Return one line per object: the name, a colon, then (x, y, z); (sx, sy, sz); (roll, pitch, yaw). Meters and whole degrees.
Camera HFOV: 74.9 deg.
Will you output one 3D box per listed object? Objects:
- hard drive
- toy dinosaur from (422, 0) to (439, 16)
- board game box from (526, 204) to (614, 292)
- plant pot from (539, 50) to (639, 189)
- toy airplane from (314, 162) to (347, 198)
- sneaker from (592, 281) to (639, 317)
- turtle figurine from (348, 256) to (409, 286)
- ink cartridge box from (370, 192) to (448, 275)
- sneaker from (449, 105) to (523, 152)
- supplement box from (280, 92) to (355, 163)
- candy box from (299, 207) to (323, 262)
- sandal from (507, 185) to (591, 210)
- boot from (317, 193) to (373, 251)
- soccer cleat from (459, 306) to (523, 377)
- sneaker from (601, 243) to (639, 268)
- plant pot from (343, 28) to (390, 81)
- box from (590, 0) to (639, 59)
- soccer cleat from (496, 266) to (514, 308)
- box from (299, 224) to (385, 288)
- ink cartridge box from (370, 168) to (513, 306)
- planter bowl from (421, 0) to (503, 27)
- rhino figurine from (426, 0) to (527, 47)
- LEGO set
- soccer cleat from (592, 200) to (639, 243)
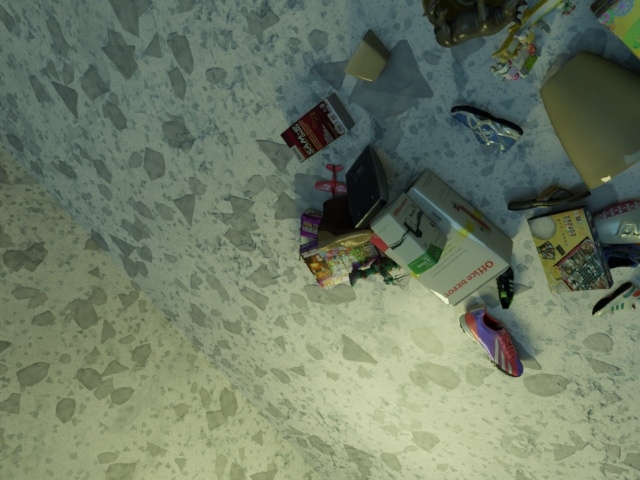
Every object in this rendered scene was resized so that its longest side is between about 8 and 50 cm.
hard drive: (0.154, -0.179, 1.395); (0.054, 0.255, 0.172); (15, 137, -24)
toy dinosaur: (0.360, -0.580, 0.886); (0.200, 0.295, 0.127); (51, 172, 39)
board game box: (0.739, 0.031, 1.243); (0.165, 0.042, 0.244); (-16, 95, 53)
plant pot: (0.678, -0.311, 1.011); (0.274, 0.256, 0.256); (54, 133, 11)
toy airplane: (0.048, -0.222, 1.553); (0.151, 0.028, 0.151); (11, 125, 16)
sneaker: (0.933, 0.204, 1.307); (0.075, 0.057, 0.161); (37, 129, 10)
turtle figurine: (0.227, 0.120, 1.552); (0.233, 0.175, 0.118); (-11, 74, 15)
ink cartridge box: (0.270, -0.022, 1.262); (0.208, 0.153, 0.087); (45, 132, -3)
sneaker: (0.467, -0.324, 1.207); (0.211, 0.080, 0.081); (30, 128, 11)
supplement box: (-0.013, -0.384, 1.450); (0.239, 0.073, 0.130); (-27, 105, 40)
candy box: (0.000, 0.000, 1.702); (0.159, 0.071, 0.234); (18, 127, 16)
sandal: (0.668, -0.129, 1.235); (0.219, 0.089, 0.060); (-5, 96, 40)
boot: (0.086, -0.078, 1.500); (0.248, 0.207, 0.090); (-14, 149, 41)
soccer cleat: (0.663, 0.381, 1.557); (0.318, 0.108, 0.116); (46, 128, -2)
sneaker: (0.825, 0.041, 1.239); (0.221, 0.087, 0.083); (-3, 118, 34)
plant pot: (0.145, -0.538, 1.240); (0.096, 0.109, 0.109); (31, 132, -9)
box: (0.731, -0.438, 0.843); (0.290, 0.279, 0.177); (42, 132, -2)
soccer cleat: (0.634, 0.155, 1.438); (0.060, 0.072, 0.179); (-4, 118, 32)
box: (0.091, 0.063, 1.630); (0.293, 0.057, 0.201); (-20, 120, 20)
ink cartridge box: (0.398, -0.002, 1.409); (0.384, 0.160, 0.279); (41, 132, 1)
planter bowl: (0.370, -0.633, 1.045); (0.216, 0.090, 0.217); (13, 126, 19)
rhino figurine: (0.383, -0.535, 0.996); (0.243, 0.073, 0.106); (-5, 137, 29)
LEGO set: (0.544, -0.510, 1.024); (0.107, 0.132, 0.287); (33, 110, -16)
soccer cleat: (0.888, -0.046, 1.107); (0.331, 0.143, 0.116); (-16, 112, 37)
